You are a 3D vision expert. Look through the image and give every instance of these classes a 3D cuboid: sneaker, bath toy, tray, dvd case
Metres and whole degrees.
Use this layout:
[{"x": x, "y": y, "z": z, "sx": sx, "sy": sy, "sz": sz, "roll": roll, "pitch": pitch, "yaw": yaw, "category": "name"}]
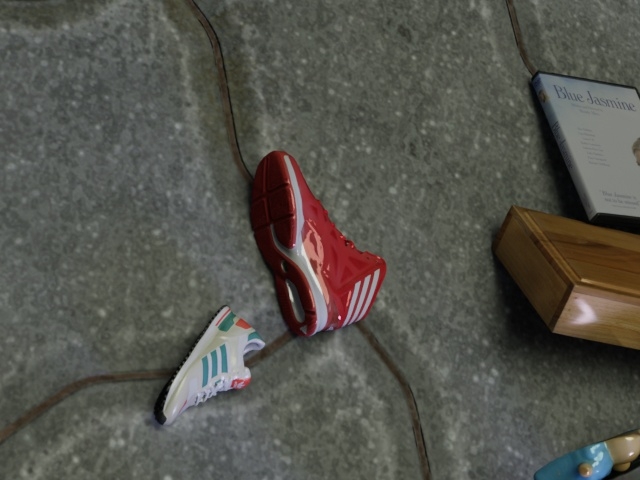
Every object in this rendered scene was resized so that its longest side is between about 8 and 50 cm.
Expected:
[{"x": 0.000, "y": 0.000, "z": 1.723, "sx": 0.128, "sy": 0.087, "sz": 0.221, "roll": -6, "pitch": 82, "yaw": -39, "category": "sneaker"}, {"x": 0.355, "y": 0.383, "z": 1.565, "sx": 0.129, "sy": 0.151, "sz": 0.348, "roll": -6, "pitch": 76, "yaw": -52, "category": "bath toy"}, {"x": -0.117, "y": 0.147, "z": 1.593, "sx": 0.075, "sy": 0.057, "sz": 0.161, "roll": 34, "pitch": 53, "yaw": -3, "category": "sneaker"}, {"x": 0.441, "y": 0.068, "z": 1.852, "sx": 0.411, "sy": 0.076, "sz": 0.203, "roll": 11, "pitch": 25, "yaw": -22, "category": "tray"}, {"x": 0.399, "y": -0.121, "z": 1.976, "sx": 0.180, "sy": 0.022, "sz": 0.253, "roll": 5, "pitch": 51, "yaw": -28, "category": "dvd case"}]

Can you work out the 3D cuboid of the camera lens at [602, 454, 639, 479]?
[{"x": 0.465, "y": 0.343, "z": 1.707, "sx": 0.219, "sy": 0.219, "sz": 0.274, "roll": -24, "pitch": 79, "yaw": -34, "category": "camera lens"}]
